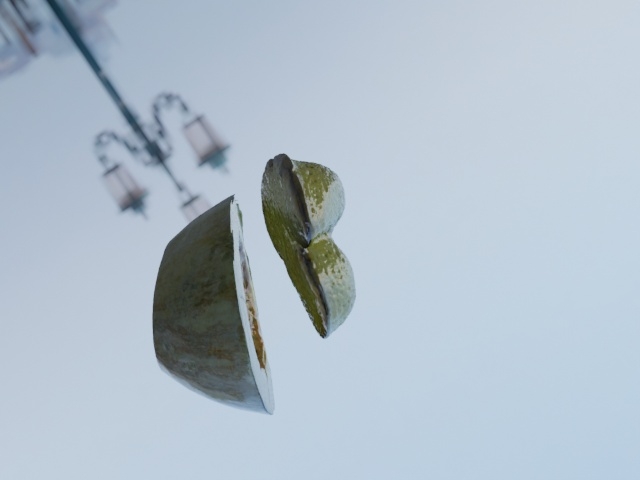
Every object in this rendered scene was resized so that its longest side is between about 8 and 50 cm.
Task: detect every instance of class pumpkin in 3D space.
[{"bbox_3d":[-0.109,0.069,1.557,0.110,0.217,0.217,-10,-164,8],"label":"pumpkin"}]

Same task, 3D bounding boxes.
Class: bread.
[{"bbox_3d":[0.000,0.000,1.356,0.065,0.149,0.187,-16,163,-11],"label":"bread"}]
